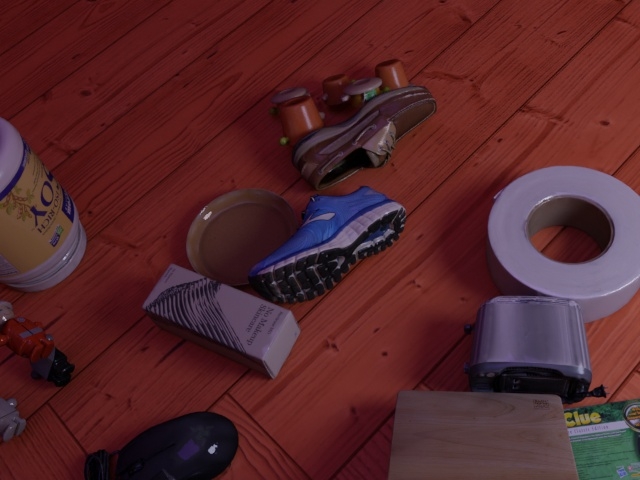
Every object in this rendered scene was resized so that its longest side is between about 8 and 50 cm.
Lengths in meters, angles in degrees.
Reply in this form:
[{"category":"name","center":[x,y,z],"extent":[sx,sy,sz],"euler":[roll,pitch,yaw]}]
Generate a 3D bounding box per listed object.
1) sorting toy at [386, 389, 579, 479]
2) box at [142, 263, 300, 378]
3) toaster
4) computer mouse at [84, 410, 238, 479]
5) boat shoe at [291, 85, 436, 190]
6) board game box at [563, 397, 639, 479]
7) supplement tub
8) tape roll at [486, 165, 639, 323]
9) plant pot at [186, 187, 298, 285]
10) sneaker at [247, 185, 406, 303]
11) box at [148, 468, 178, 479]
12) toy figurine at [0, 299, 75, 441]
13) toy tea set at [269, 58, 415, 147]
[{"category":"sorting toy","center":[0.235,0.337,1.020],"extent":[0.257,0.090,0.255],"euler":[0,24,11]},{"category":"box","center":[-0.185,0.147,1.289],"extent":[0.275,0.094,0.113],"euler":[18,63,22]},{"category":"toaster","center":[0.351,0.178,1.137],"extent":[0.226,0.129,0.147],"euler":[0,55,13]},{"category":"computer mouse","center":[-0.269,0.379,1.169],"extent":[0.272,0.072,0.188],"euler":[-28,55,-7]},{"category":"boat shoe","center":[0.102,-0.203,1.454],"extent":[0.324,0.122,0.120],"euler":[-29,61,2]},{"category":"board game box","center":[0.507,0.314,1.076],"extent":[0.259,0.030,0.136],"euler":[-9,58,6]},{"category":"supplement tub","center":[-0.636,-0.063,1.377],"extent":[0.240,0.331,0.241],"euler":[-6,57,9]},{"category":"tape roll","center":[0.442,0.003,1.249],"extent":[0.286,0.100,0.286],"euler":[-6,57,9]},{"category":"plant pot","center":[-0.158,-0.004,1.421],"extent":[0.236,0.032,0.236],"euler":[-6,56,8]},{"category":"sneaker","center":[0.000,0.000,1.342],"extent":[0.330,0.130,0.147],"euler":[-30,50,-18]},{"category":"box","center":[-0.250,0.447,1.054],"extent":[0.147,0.180,0.077],"euler":[-38,58,-13]},{"category":"toy figurine","center":[-0.576,0.234,1.244],"extent":[0.148,0.209,0.213],"euler":[32,69,16]},{"category":"toy tea set","center":[0.051,-0.292,1.540],"extent":[0.335,0.124,0.200],"euler":[-15,26,6]}]
